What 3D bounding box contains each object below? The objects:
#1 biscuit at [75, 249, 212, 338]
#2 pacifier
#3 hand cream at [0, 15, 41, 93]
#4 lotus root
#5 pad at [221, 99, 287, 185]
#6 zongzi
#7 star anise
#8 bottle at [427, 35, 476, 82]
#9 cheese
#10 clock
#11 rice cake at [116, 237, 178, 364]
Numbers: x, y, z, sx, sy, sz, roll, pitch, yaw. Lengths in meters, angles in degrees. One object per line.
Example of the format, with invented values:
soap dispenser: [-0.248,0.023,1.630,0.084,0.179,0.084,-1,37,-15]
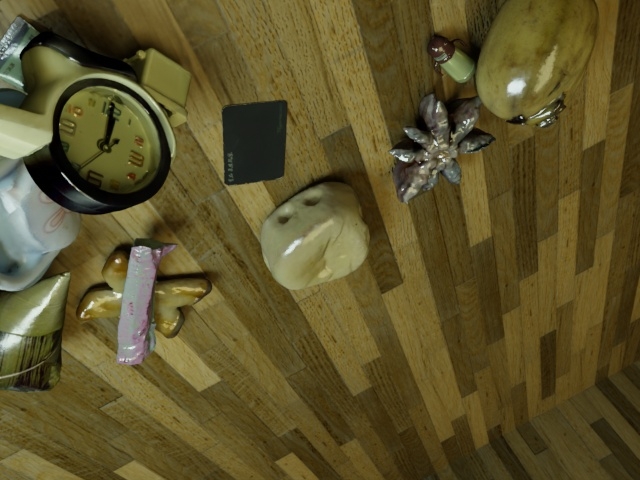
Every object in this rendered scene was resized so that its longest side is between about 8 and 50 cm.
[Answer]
biscuit: [-0.330,0.107,1.033,0.208,0.047,0.164,24,112,-39]
pacifier: [-0.455,-0.058,0.733,0.226,0.238,0.287,7,135,5]
hand cream: [-0.332,-0.196,0.762,0.086,0.055,0.235,-46,126,12]
lotus root: [0.373,-0.347,0.909,0.183,0.183,0.310,5,114,-31]
pad: [-0.112,-0.163,0.935,0.112,0.003,0.157,-11,133,-19]
zongzi: [-0.546,0.130,0.852,0.274,0.145,0.300,4,139,-29]
star anise: [0.220,-0.173,1.034,0.236,0.093,0.229,-44,134,11]
bottle: [0.224,-0.318,0.943,0.101,0.047,0.063,25,87,-35]
cheese: [0.000,0.000,1.060,0.218,0.117,0.235,15,124,-38]
clock: [-0.333,-0.189,0.634,0.120,0.276,0.379,-8,154,37]
rice cake: [-0.317,0.117,0.980,0.081,0.051,0.290,3,125,-28]
